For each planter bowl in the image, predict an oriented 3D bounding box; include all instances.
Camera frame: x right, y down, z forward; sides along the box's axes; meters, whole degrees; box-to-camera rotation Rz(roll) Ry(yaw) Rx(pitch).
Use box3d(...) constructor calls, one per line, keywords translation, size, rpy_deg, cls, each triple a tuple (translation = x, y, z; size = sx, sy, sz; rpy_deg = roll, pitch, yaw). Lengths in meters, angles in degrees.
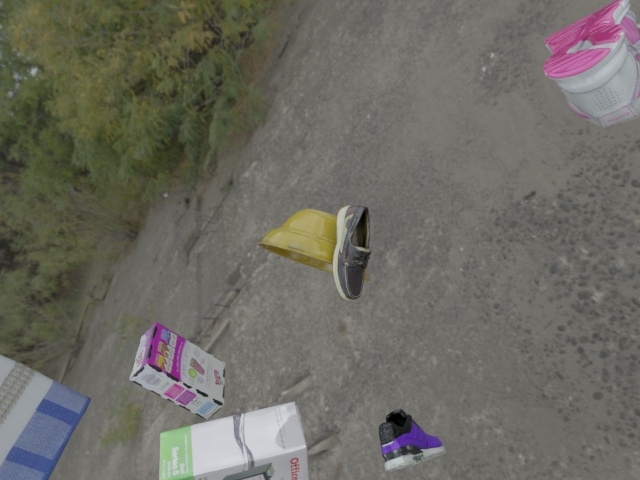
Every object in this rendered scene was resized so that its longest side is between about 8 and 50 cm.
box3d(translation=(0.000, 0.000, 0.856), size=(0.217, 0.217, 0.090), rpy_deg=(4, 74, 61), cls="planter bowl")

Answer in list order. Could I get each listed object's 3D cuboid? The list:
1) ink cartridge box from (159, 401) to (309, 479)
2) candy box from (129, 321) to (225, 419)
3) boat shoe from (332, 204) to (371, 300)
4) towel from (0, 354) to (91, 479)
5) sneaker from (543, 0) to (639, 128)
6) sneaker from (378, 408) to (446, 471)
box3d(translation=(-0.164, 0.456, 0.943), size=(0.114, 0.273, 0.198), rpy_deg=(-115, 19, -54), cls="ink cartridge box")
box3d(translation=(-0.355, 0.333, 1.200), size=(0.071, 0.233, 0.159), rpy_deg=(-44, 26, 14), cls="candy box")
box3d(translation=(0.053, 0.018, 0.735), size=(0.049, 0.056, 0.152), rpy_deg=(-7, 83, 45), cls="boat shoe")
box3d(translation=(-0.404, 0.200, 0.468), size=(0.034, 0.285, 0.209), rpy_deg=(-9, 49, 39), cls="towel")
box3d(translation=(0.348, -0.216, 0.588), size=(0.103, 0.111, 0.252), rpy_deg=(-20, 24, 45), cls="sneaker")
box3d(translation=(0.251, 0.542, 1.310), size=(0.102, 0.293, 0.146), rpy_deg=(-32, 60, 22), cls="sneaker")
